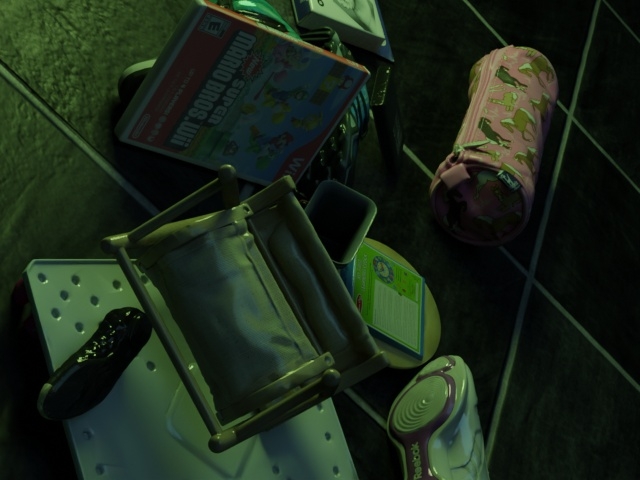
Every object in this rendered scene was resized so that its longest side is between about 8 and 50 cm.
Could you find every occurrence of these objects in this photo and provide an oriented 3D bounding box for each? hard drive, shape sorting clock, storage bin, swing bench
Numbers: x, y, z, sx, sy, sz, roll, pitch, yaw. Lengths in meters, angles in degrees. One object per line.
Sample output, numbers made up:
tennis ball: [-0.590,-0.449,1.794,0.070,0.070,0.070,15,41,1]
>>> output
hard drive: [0.102,-0.180,1.967,0.094,0.022,0.135,-77,160,-45]
shape sorting clock: [0.080,0.084,1.792,0.206,0.040,0.206,27,44,-29]
storage bin: [0.000,0.000,1.714,0.098,0.091,0.135,28,44,0]
swing bench: [-0.071,0.070,1.436,0.253,0.165,0.255,61,12,8]

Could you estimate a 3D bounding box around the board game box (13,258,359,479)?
board game box: [-0.131,0.206,1.458,0.390,0.050,0.390,1,63,-48]

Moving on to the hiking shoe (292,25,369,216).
hiking shoe: [0.028,-0.158,1.859,0.132,0.113,0.304,33,48,-45]

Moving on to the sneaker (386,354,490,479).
sneaker: [0.161,0.295,1.698,0.152,0.114,0.305,44,40,-39]

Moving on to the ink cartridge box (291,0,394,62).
ink cartridge box: [0.034,-0.412,2.105,0.224,0.045,0.223,13,54,-44]

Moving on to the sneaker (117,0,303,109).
sneaker: [-0.144,-0.247,1.723,0.296,0.123,0.178,-4,49,-31]

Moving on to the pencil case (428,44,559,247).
pencil case: [0.285,-0.160,2.115,0.160,0.167,0.386,19,41,5]

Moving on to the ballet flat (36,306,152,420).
ballet flat: [-0.233,0.127,1.337,0.173,0.049,0.057,-47,129,-48]

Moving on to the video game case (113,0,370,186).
video game case: [-0.094,-0.175,1.661,0.285,0.204,0.025,16,28,-42]
